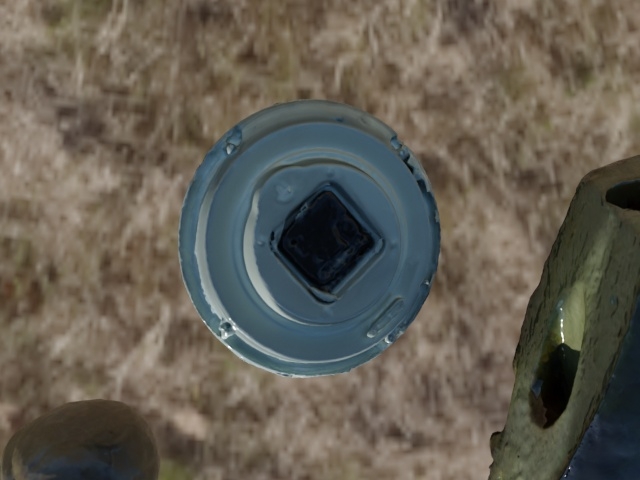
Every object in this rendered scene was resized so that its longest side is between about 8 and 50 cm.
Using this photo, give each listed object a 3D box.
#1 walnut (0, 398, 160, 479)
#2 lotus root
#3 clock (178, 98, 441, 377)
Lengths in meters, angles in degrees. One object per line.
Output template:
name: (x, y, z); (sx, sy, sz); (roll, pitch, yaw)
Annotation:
walnut: (-0.217, 0.212, 1.660); (0.162, 0.140, 0.140); (-7, 144, -40)
lotus root: (0.214, 0.088, 1.167); (0.210, 0.142, 0.314); (-6, 121, -21)
clock: (0.000, 0.000, 1.541); (0.236, 0.053, 0.236); (-2, 95, -20)
